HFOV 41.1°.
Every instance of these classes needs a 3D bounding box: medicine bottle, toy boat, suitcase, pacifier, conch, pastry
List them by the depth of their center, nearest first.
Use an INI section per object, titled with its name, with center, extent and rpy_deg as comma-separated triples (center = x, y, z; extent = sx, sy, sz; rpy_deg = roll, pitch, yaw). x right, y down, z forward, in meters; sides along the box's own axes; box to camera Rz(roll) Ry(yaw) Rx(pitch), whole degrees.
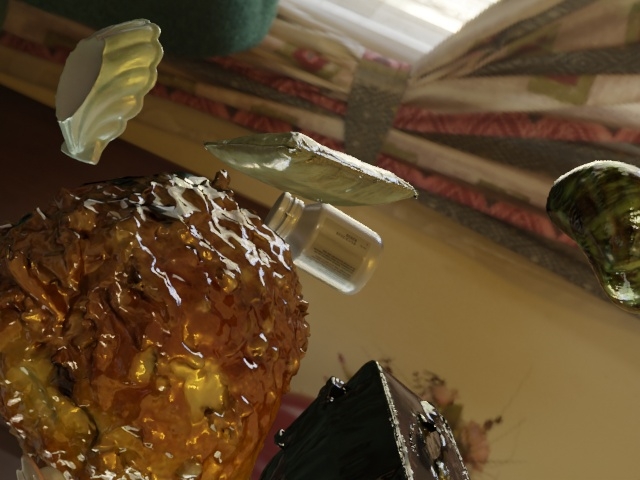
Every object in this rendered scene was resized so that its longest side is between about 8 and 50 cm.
[pacifier]
center = -0.254, 0.231, 0.727
extent = 0.078, 0.082, 0.099
rpy_deg = -18, 160, -34
[pastry]
center = -0.194, 0.083, 0.917
extent = 0.292, 0.337, 0.405
rpy_deg = -24, -152, 31
[conch]
center = 0.366, -0.011, 0.983
extent = 0.124, 0.181, 0.187
rpy_deg = -41, -156, 48
[suitcase]
center = 0.057, 0.339, 1.023
extent = 0.283, 0.194, 0.434
rpy_deg = -47, -164, 10
[toy boat]
center = -0.402, -0.288, 1.558
extent = 0.100, 0.199, 0.290
rpy_deg = 23, 87, -50
[medicine bottle]
center = 0.000, 0.000, 1.619
extent = 0.135, 0.215, 0.135
rpy_deg = -56, -169, 17

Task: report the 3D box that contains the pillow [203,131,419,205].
[pillow]
center = -0.005, -0.100, 1.249
extent = 0.302, 0.184, 0.075
rpy_deg = 15, 82, -49
